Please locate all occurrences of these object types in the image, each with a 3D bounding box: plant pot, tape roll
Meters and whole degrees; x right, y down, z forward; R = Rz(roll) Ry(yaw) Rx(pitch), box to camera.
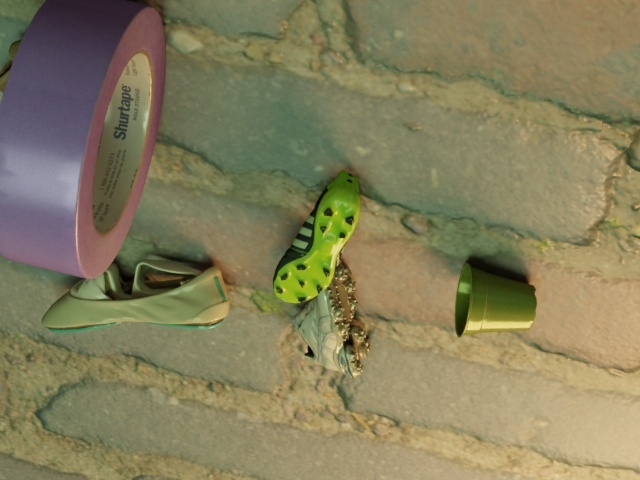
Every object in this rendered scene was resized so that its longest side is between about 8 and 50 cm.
[{"bbox_3d":[0.195,0.070,1.618,0.079,0.083,0.083,6,136,-6],"label":"plant pot"},{"bbox_3d":[-0.234,-0.104,1.440,0.090,0.275,0.275,13,135,5],"label":"tape roll"}]

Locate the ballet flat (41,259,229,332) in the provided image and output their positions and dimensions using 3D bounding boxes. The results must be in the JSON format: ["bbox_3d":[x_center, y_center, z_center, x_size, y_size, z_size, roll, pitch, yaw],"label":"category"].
[{"bbox_3d":[-0.226,0.062,1.751,0.248,0.086,0.086,-3,132,18],"label":"ballet flat"}]

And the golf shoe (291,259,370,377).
[{"bbox_3d":[0.001,0.091,1.705,0.086,0.069,0.176,7,133,20],"label":"golf shoe"}]

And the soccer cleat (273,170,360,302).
[{"bbox_3d":[0.000,0.000,1.606,0.060,0.072,0.179,24,131,-9],"label":"soccer cleat"}]

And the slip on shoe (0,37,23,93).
[{"bbox_3d":[-0.308,-0.195,1.539,0.041,0.051,0.135,28,143,-13],"label":"slip on shoe"}]
